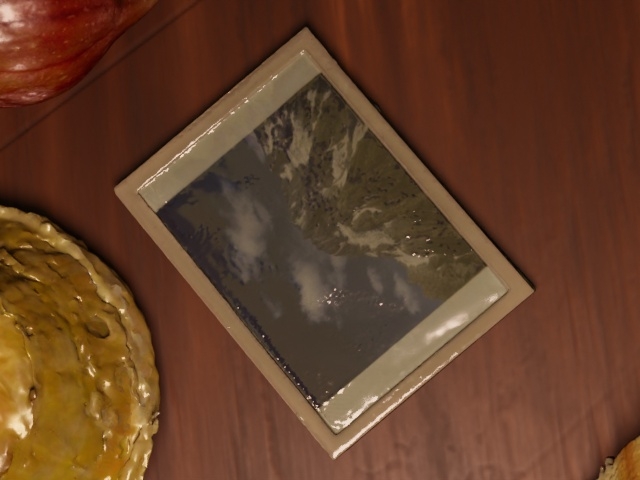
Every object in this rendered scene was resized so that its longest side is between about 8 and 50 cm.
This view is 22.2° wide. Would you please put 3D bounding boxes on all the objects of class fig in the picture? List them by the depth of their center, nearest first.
[{"bbox_3d":[-0.209,-0.184,1.256,0.207,0.175,0.175,7,83,-12],"label":"fig"}]

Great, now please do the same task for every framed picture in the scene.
[{"bbox_3d":[0.000,0.000,1.270,0.209,0.019,0.281,-42,80,0],"label":"framed picture"}]

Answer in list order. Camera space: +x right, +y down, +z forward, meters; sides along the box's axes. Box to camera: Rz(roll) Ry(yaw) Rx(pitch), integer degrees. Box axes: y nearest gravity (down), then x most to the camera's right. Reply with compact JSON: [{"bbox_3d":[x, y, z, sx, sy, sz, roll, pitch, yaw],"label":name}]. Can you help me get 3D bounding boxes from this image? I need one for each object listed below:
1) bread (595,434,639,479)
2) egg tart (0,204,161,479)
[{"bbox_3d":[0.292,0.219,1.144,0.178,0.135,0.240,24,127,-18],"label":"bread"},{"bbox_3d":[-0.288,0.117,1.231,0.341,0.132,0.341,-1,81,8],"label":"egg tart"}]
